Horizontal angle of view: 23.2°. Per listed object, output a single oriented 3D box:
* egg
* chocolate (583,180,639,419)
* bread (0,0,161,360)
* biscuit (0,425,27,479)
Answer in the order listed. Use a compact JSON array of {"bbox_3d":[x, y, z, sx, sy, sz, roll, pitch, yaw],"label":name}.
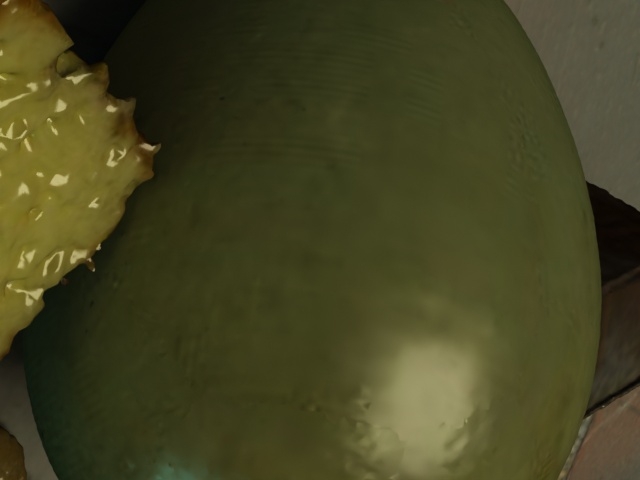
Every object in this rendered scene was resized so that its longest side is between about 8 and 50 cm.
[{"bbox_3d":[0.000,0.000,0.603,0.218,0.218,0.295,38,54,-53],"label":"egg"},{"bbox_3d":[0.070,0.064,0.821,0.321,0.112,0.112,-21,126,-40],"label":"chocolate"},{"bbox_3d":[-0.170,0.007,0.484,0.229,0.139,0.143,-51,142,-4],"label":"bread"},{"bbox_3d":[-0.183,0.129,0.649,0.147,0.018,0.071,-32,132,-30],"label":"biscuit"}]
